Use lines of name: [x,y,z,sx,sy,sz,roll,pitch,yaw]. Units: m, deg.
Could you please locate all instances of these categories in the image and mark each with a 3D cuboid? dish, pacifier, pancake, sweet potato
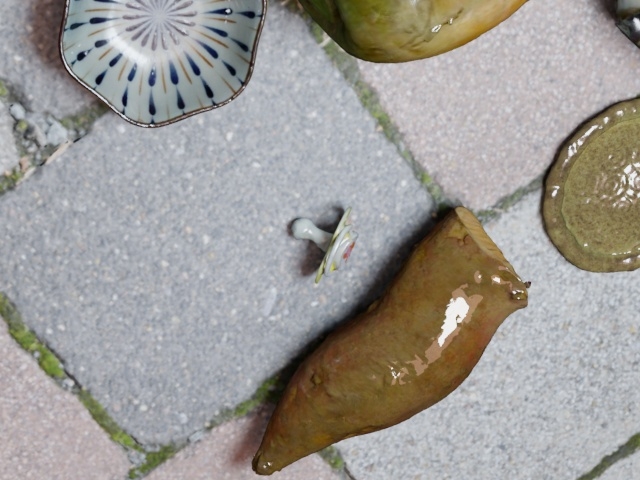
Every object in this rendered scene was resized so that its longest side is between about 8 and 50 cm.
dish: [-0.144,-0.200,1.369,0.191,0.066,0.190,-4,112,-11]
pacifier: [0.000,0.000,1.491,0.064,0.068,0.083,25,105,5]
pancake: [0.320,-0.053,1.571,0.199,0.021,0.199,-6,113,-14]
sweet potato: [0.066,0.125,1.519,0.131,0.131,0.336,40,97,-24]

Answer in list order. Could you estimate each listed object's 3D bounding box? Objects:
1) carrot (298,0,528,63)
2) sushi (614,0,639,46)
carrot: [0.131,-0.305,1.320,0.341,0.224,0.224,-36,115,-8]
sushi: [0.402,-0.181,1.489,0.332,0.124,0.130,30,110,-22]
